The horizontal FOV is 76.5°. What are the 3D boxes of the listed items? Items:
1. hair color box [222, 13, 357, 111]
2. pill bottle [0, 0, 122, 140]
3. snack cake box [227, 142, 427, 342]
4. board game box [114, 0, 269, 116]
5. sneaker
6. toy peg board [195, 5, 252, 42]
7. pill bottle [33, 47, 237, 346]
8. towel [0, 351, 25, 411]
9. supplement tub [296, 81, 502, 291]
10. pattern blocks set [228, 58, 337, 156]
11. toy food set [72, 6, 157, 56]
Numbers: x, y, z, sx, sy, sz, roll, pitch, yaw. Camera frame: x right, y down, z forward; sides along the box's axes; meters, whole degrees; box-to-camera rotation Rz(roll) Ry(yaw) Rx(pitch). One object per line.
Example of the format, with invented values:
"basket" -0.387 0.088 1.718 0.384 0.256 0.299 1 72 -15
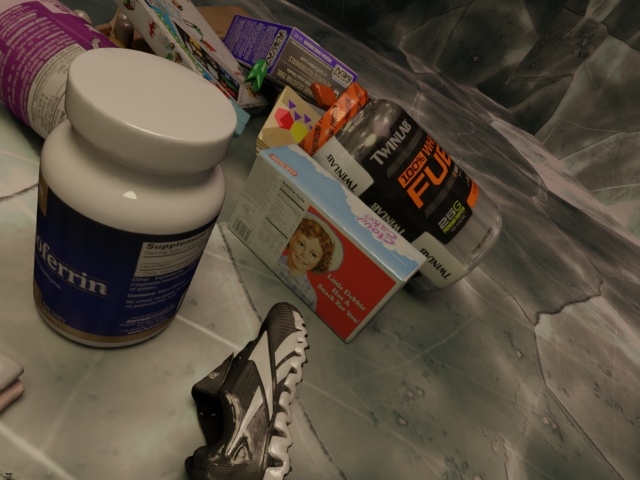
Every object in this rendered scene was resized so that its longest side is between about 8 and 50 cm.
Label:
"hair color box" -0.088 -0.415 0.944 0.185 0.110 0.339 18 19 -40
"pill bottle" -0.309 -0.188 0.565 0.302 0.169 0.169 38 36 6
"snack cake box" 0.000 0.000 0.596 0.264 0.152 0.089 43 37 13
"board game box" -0.256 -0.387 0.844 0.305 0.053 0.193 52 28 -5
"sneaker" -0.076 0.147 0.429 0.106 0.078 0.234 25 38 -15
"toy peg board" -0.268 -0.599 1.175 0.161 0.079 0.161 -24 62 -32
"pill bottle" -0.182 -0.028 0.392 0.153 0.264 0.153 21 37 -17
"towel" -0.431 0.112 0.223 0.332 0.053 0.317 32 36 -1
"supplement tub" 0.123 -0.089 0.696 0.338 0.207 0.207 41 34 -11
"pattern blocks set" -0.029 -0.178 0.763 0.325 0.026 0.285 45 57 -24
"toy food set" -0.384 -0.402 0.823 0.220 0.092 0.306 27 36 -9
